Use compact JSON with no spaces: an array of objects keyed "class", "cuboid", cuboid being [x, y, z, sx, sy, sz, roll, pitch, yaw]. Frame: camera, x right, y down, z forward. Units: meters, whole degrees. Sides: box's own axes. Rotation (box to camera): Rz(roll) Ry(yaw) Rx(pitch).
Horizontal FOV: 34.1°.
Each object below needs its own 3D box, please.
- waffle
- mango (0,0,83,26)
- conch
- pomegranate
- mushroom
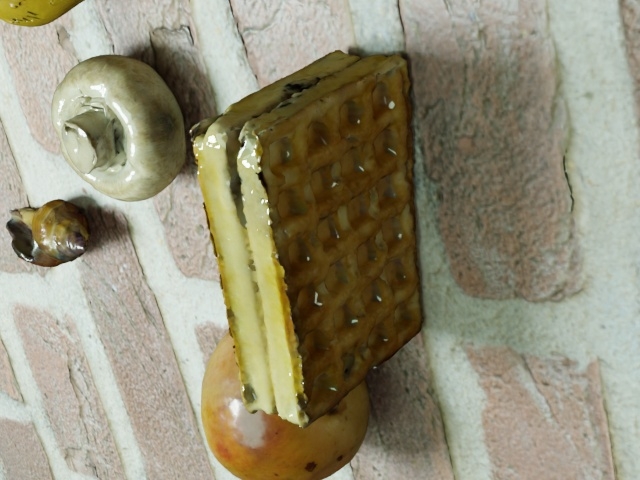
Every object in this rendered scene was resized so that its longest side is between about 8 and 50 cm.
[{"class":"waffle","cuboid":[-0.001,0.000,0.972,0.091,0.213,0.308,15,125,37]},{"class":"mango","cuboid":[-0.269,-0.295,1.062,0.249,0.151,0.156,10,87,40]},{"class":"conch","cuboid":[-0.351,-0.007,1.361,0.080,0.086,0.233,23,162,-28]},{"class":"pomegranate","cuboid":[-0.041,0.173,1.138,0.191,0.191,0.191,20,127,30]},{"class":"mushroom","cuboid":[-0.227,-0.122,1.149,0.166,0.127,0.166,24,127,37]}]
